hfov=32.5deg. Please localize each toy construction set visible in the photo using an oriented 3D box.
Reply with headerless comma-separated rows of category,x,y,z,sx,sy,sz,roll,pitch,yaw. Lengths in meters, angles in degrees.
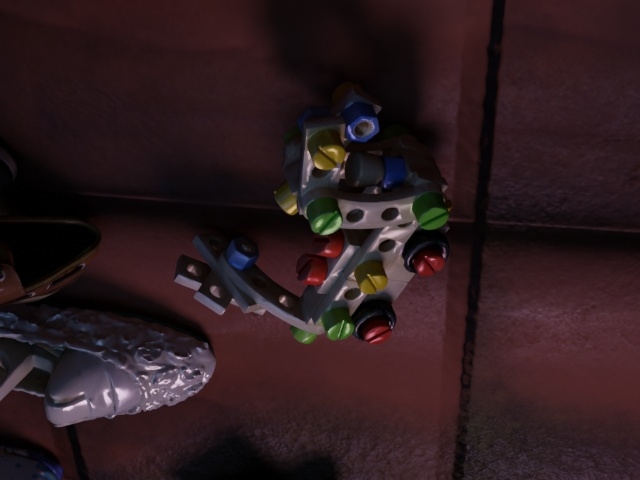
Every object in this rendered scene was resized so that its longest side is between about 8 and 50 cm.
toy construction set,0.000,0.000,1.054,0.215,0.151,0.327,11,144,-32

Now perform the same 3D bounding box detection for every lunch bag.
lunch bag,-0.446,0.363,1.486,0.176,0.090,0.219,13,131,-2

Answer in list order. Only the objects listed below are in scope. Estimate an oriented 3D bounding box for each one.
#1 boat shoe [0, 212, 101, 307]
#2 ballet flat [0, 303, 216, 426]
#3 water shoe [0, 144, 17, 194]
boat shoe,-0.342,0.020,1.064,0.104,0.307,0.111,-26,89,31
ballet flat,-0.330,0.146,1.253,0.409,0.147,0.147,12,131,-1
water shoe,-0.408,-0.043,1.139,0.203,0.080,0.073,-22,122,26
